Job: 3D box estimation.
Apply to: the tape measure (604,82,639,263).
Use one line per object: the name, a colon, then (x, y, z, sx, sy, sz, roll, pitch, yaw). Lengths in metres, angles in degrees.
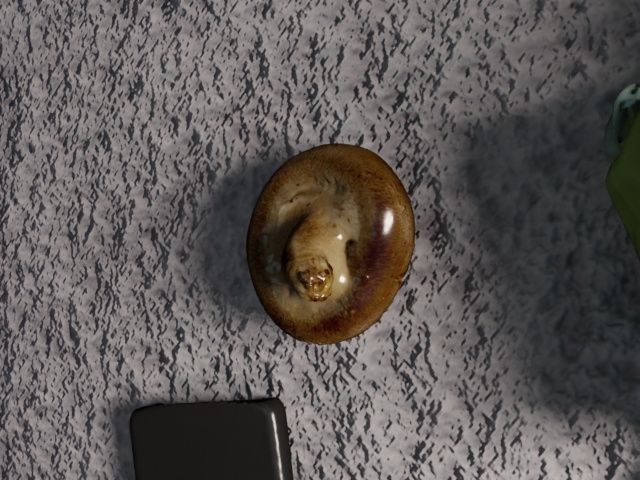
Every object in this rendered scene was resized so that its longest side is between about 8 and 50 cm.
tape measure: (0.231, -0.004, 0.392, 0.175, 0.106, 0.200, -20, 76, 4)

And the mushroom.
mushroom: (0.006, 0.002, 0.516, 0.126, 0.085, 0.109, -56, 33, 15)

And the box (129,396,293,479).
box: (-0.075, 0.175, 0.579, 0.126, 0.027, 0.125, -8, 87, 24)
